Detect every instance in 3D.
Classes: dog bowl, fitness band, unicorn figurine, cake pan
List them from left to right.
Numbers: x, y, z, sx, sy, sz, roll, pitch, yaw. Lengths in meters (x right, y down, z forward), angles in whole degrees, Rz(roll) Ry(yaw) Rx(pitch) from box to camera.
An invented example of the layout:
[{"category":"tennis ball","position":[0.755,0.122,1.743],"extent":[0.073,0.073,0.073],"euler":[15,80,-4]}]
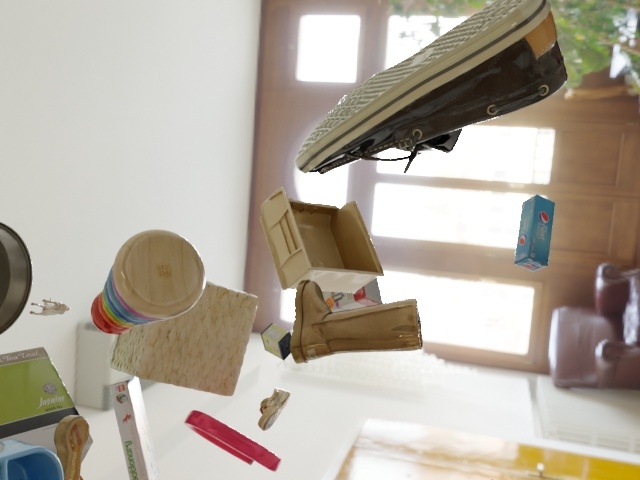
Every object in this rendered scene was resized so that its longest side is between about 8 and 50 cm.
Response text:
[{"category":"cake pan","position":[-0.812,0.090,1.502],"extent":[0.054,0.293,0.294],"euler":[35,-118,-75]},{"category":"dog bowl","position":[-0.541,0.424,1.060],"extent":[0.297,0.074,0.166],"euler":[18,-114,-70]},{"category":"unicorn figurine","position":[-0.858,0.215,2.048],"extent":[0.111,0.161,0.060],"euler":[25,-105,-58]},{"category":"fitness band","position":[-0.242,0.556,1.780],"extent":[0.054,0.290,0.209],"euler":[-61,-3,-22]}]

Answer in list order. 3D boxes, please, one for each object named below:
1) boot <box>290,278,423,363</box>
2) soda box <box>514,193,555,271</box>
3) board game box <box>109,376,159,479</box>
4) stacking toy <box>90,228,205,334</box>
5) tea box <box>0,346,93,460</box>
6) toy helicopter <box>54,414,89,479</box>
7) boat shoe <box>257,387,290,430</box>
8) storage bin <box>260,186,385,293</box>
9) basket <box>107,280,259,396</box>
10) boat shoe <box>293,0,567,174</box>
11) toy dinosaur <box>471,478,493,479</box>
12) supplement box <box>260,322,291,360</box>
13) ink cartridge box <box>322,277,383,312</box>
[{"category":"boot","position":[0.080,0.160,1.390],"extent":[0.236,0.269,0.089],"euler":[-87,-21,-45]},{"category":"soda box","position":[0.617,-0.022,1.862],"extent":[0.067,0.071,0.210],"euler":[-40,31,62]},{"category":"board game box","position":[-0.527,0.547,1.842],"extent":[0.193,0.053,0.306],"euler":[130,126,-79]},{"category":"stacking toy","position":[-0.316,0.098,1.098],"extent":[0.330,0.141,0.141],"euler":[-33,36,53]},{"category":"tea box","position":[-0.804,0.471,1.586],"extent":[0.328,0.324,0.220],"euler":[-4,-43,-49]},{"category":"toy helicopter","position":[-0.552,0.568,1.427],"extent":[0.235,0.140,0.356],"euler":[25,-113,-65]},{"category":"boat shoe","position":[-0.139,0.460,1.776],"extent":[0.170,0.059,0.063],"euler":[-38,-30,-66]},{"category":"storage bin","position":[0.000,0.000,1.696],"extent":[0.262,0.123,0.261],"euler":[6,-126,-42]},{"category":"basket","position":[-0.402,0.269,1.908],"extent":[0.328,0.266,0.332],"euler":[20,-99,-30]},{"category":"boat shoe","position":[0.152,-0.201,1.029],"extent":[0.156,0.500,0.187],"euler":[49,-138,-21]},{"category":"toy dinosaur","position":[0.336,0.539,1.242],"extent":[0.296,0.127,0.200],"euler":[97,-162,-55]},{"category":"supplement box","position":[-0.136,0.321,2.050],"extent":[0.056,0.083,0.083],"euler":[-42,-41,-34]},{"category":"ink cartridge box","position":[0.084,0.163,2.043],"extent":[0.127,0.176,0.128],"euler":[26,-134,-53]}]
